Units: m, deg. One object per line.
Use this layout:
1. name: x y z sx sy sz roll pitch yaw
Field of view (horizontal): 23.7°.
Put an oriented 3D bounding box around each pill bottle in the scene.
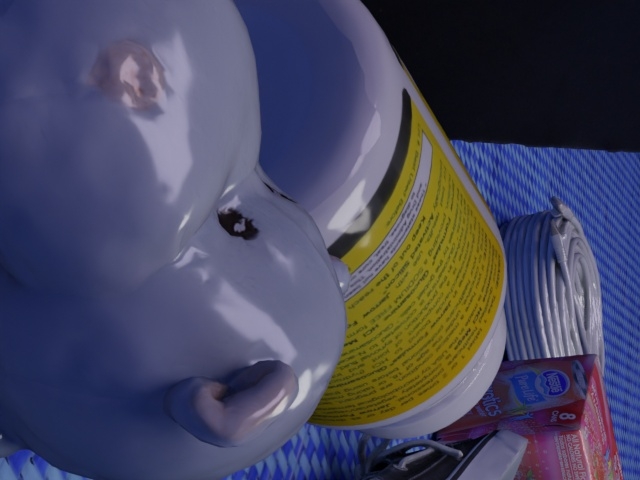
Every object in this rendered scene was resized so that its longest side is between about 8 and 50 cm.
1. pill bottle: 0.000 0.000 0.889 0.334 0.188 0.188 50 38 -57

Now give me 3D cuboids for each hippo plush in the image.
1. hippo plush: -0.120 0.028 0.458 0.234 0.236 0.294 -50 130 -65

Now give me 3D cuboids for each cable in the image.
1. cable: 0.272 0.093 1.790 0.257 0.089 0.257 27 59 -68

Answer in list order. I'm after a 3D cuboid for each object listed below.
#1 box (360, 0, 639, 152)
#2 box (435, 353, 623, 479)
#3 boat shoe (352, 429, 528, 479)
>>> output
1. box: 0.157 -0.381 1.004 0.480 0.297 0.472 -70 159 -53
2. box: 0.219 0.278 1.483 0.154 0.142 0.300 -56 135 -61
3. boat shoe: 0.064 0.197 1.125 0.306 0.105 0.113 -30 144 -59
